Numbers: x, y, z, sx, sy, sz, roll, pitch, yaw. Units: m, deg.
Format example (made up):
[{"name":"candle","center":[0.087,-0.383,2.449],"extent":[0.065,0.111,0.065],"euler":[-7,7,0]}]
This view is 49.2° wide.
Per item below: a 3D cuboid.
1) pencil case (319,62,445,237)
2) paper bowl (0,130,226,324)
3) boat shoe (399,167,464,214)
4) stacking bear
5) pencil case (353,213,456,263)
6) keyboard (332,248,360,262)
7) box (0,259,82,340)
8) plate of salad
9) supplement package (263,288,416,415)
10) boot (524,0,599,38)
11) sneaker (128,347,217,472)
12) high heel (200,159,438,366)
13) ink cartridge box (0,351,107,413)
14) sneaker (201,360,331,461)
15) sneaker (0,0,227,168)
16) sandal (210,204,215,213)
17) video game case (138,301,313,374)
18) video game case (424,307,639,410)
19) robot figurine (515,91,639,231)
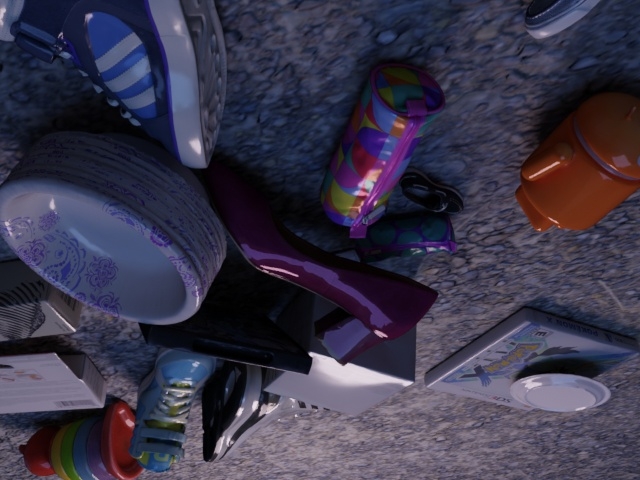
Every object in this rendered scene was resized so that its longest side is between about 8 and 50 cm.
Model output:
[{"name":"pencil case","center":[0.072,-0.110,0.888],"extent":[0.105,0.104,0.236],"euler":[7,142,-12]},{"name":"paper bowl","center":[-0.258,-0.027,0.910],"extent":[0.285,0.148,0.284],"euler":[16,145,11]},{"name":"boat shoe","center":[0.162,-0.062,1.006],"extent":[0.125,0.038,0.046],"euler":[29,134,-34]},{"name":"stacking bear","center":[-0.565,0.489,1.643],"extent":[0.289,0.164,0.175],"euler":[-10,143,19]},{"name":"pencil case","center":[0.126,-0.001,1.060],"extent":[0.152,0.070,0.064],"euler":[-8,119,8]},{"name":"keyboard","center":[0.058,0.095,1.237],"extent":[0.072,0.014,0.256],"euler":[-11,143,13]},{"name":"box","center":[-0.547,0.105,1.163],"extent":[0.275,0.094,0.113],"euler":[-9,143,9]},{"name":"plate of salad","center":[0.496,0.309,1.455],"extent":[0.200,0.048,0.199],"euler":[8,147,5]},{"name":"supplement package","center":[0.033,0.189,1.225],"extent":[0.194,0.149,0.203],"euler":[20,144,-17]},{"name":"boot","center":[0.261,-0.290,0.686],"extent":[0.086,0.069,0.190],"euler":[32,125,-27]},{"name":"sneaker","center":[-0.292,0.339,1.394],"extent":[0.127,0.208,0.319],"euler":[15,140,-19]},{"name":"high heel","center":[0.000,0.000,0.998],"extent":[0.181,0.127,0.377],"euler":[-36,112,8]},{"name":"ink cartridge box","center":[-0.617,0.268,1.406],"extent":[0.297,0.066,0.261],"euler":[-4,143,3]},{"name":"sneaker","center":[-0.100,0.357,1.461],"extent":[0.258,0.169,0.447],"euler":[4,151,-20]},{"name":"sneaker","center":[-0.234,-0.210,0.738],"extent":[0.237,0.130,0.322],"euler":[8,149,4]},{"name":"sandal","center":[-0.190,0.008,1.080],"extent":[0.072,0.049,0.180],"euler":[2,143,-5]},{"name":"video game case","center":[-0.171,0.142,1.134],"extent":[0.248,0.035,0.275],"euler":[15,-178,-21]},{"name":"video game case","center":[0.431,0.259,1.454],"extent":[0.300,0.036,0.329],"euler":[17,140,-23]},{"name":"robot figurine","center":[0.343,-0.098,0.887],"extent":[0.158,0.128,0.219],"euler":[27,138,-8]}]
